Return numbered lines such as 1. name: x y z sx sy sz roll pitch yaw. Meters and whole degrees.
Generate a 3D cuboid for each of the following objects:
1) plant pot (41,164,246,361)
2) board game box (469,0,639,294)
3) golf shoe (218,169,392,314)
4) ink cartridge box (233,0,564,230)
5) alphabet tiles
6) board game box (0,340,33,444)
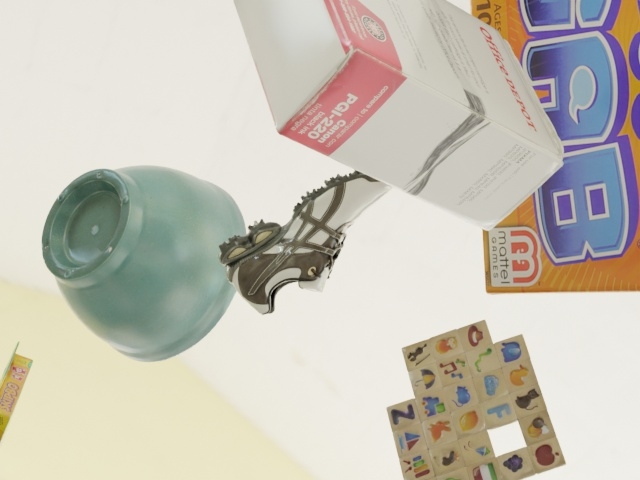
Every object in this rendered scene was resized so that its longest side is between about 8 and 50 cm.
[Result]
1. plant pot: -0.281 0.009 2.157 0.293 0.293 0.196 1 -21 37
2. board game box: 0.384 -0.140 1.309 0.356 0.356 0.356 -3 0 -42
3. golf shoe: 0.000 0.000 1.452 0.094 0.198 0.077 61 12 11
4. ink cartridge box: 0.058 -0.118 1.076 0.218 0.159 0.092 21 -54 -36
5. alphabet tiles: 0.184 0.214 1.871 0.198 0.237 0.009 -20 -39 8
6. board game box: -0.410 0.255 1.801 0.039 0.124 0.259 19 -63 -8
